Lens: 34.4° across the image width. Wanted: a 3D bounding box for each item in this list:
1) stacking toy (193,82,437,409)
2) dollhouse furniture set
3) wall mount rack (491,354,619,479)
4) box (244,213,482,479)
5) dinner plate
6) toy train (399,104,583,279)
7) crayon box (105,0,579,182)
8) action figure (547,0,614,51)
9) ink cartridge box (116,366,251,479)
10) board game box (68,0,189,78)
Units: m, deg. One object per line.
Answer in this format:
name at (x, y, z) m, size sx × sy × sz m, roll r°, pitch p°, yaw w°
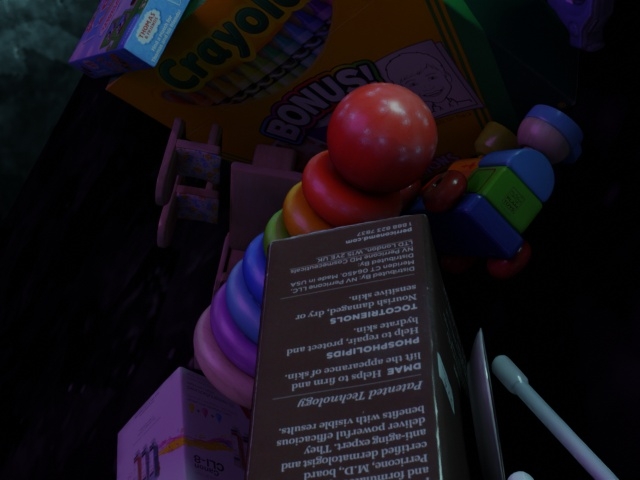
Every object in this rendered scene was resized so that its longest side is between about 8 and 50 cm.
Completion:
stacking toy at (0.000, 0.000, 0.906) m, size 0.141 × 0.141 × 0.330 m, roll -98°, pitch 28°, yaw -49°
dollhouse furniture set at (-0.063, 0.019, 1.076) m, size 0.242 × 0.212 × 0.161 m, roll 99°, pitch -179°, yaw -55°
wall mount rack at (0.223, 0.072, 0.672) m, size 0.350 × 0.130 × 0.304 m, roll -54°, pitch -4°, yaw 11°
box at (0.039, 0.175, 0.719) m, size 0.143 × 0.191 × 0.381 m, roll -10°, pitch 40°, yaw 12°
dinner plate at (0.124, 0.136, 0.767) m, size 0.017 × 0.141 × 0.141 m, roll -9°, pitch 47°, yaw 10°
toy train at (0.133, -0.052, 0.967) m, size 0.143 × 0.105 × 0.248 m, roll -49°, pitch 16°, yaw -12°
crayon box at (0.014, -0.177, 1.029) m, size 0.363 × 0.313 × 0.106 m, roll -27°, pitch 43°, yaw 47°
action figure at (0.267, -0.358, 0.879) m, size 0.341 × 0.179 × 0.330 m, roll 84°, pitch 169°, yaw -50°
ink cartridge box at (-0.125, 0.250, 1.061) m, size 0.127 × 0.128 × 0.176 m, roll -46°, pitch 32°, yaw 25°
board game box at (-0.174, -0.241, 1.020) m, size 0.211 × 0.039 × 0.160 m, roll 10°, pitch 72°, yaw 63°
